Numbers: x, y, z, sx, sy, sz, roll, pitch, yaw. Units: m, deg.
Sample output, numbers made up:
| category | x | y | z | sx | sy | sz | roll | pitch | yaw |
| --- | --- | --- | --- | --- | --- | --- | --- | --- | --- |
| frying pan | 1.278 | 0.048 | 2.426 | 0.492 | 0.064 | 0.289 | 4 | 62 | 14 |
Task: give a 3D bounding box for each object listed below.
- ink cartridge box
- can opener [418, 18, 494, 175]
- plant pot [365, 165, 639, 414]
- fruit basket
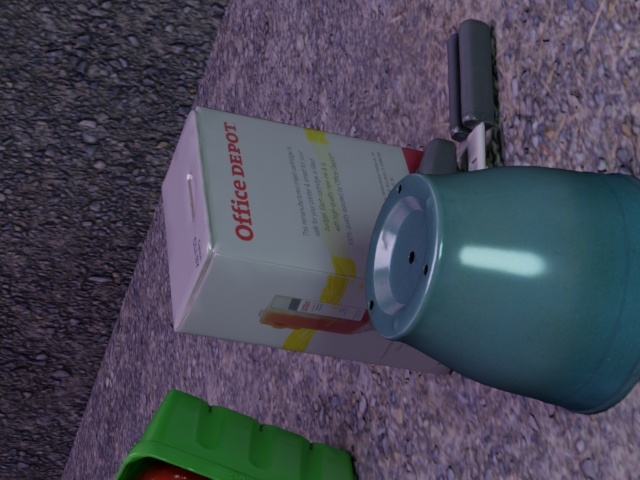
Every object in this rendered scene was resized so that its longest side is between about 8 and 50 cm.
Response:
| category | x | y | z | sx | sy | sz | roll | pitch | yaw |
| --- | --- | --- | --- | --- | --- | --- | --- | --- | --- |
| ink cartridge box | 0.000 | 0.000 | 2.086 | 0.279 | 0.384 | 0.160 | -101 | 30 | -44 |
| can opener | 0.185 | -0.165 | 2.116 | 0.074 | 0.093 | 0.280 | 135 | 145 | -57 |
| plant pot | 0.197 | 0.036 | 1.748 | 0.271 | 0.255 | 0.272 | -169 | 90 | -68 |
| fruit basket | -0.144 | 0.445 | 2.265 | 0.283 | 0.392 | 0.392 | 121 | 151 | -42 |
